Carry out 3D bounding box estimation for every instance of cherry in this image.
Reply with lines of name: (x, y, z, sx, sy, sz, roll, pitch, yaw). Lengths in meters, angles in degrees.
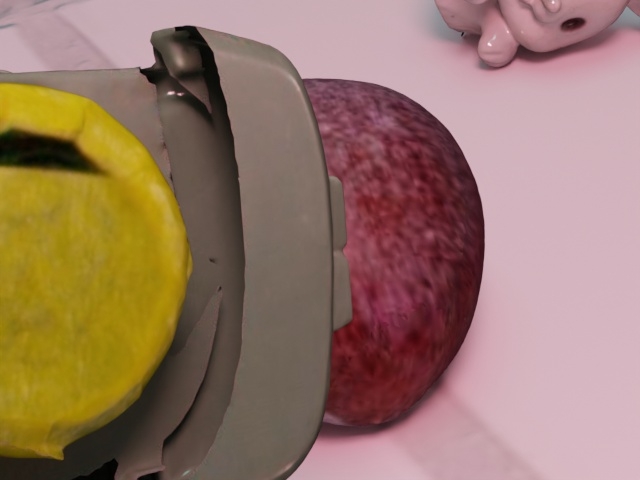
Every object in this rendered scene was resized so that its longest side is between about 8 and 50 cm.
cherry: (-0.003, 0.002, 0.707, 0.176, 0.140, 0.176, 5, 41, -4)

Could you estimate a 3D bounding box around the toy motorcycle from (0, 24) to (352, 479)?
toy motorcycle: (-0.081, 0.100, 0.470, 0.200, 0.326, 0.191, -10, 8, -38)

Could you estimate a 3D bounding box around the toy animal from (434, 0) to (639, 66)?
toy animal: (0.183, -0.171, 0.947, 0.221, 0.104, 0.131, 7, 36, 23)
